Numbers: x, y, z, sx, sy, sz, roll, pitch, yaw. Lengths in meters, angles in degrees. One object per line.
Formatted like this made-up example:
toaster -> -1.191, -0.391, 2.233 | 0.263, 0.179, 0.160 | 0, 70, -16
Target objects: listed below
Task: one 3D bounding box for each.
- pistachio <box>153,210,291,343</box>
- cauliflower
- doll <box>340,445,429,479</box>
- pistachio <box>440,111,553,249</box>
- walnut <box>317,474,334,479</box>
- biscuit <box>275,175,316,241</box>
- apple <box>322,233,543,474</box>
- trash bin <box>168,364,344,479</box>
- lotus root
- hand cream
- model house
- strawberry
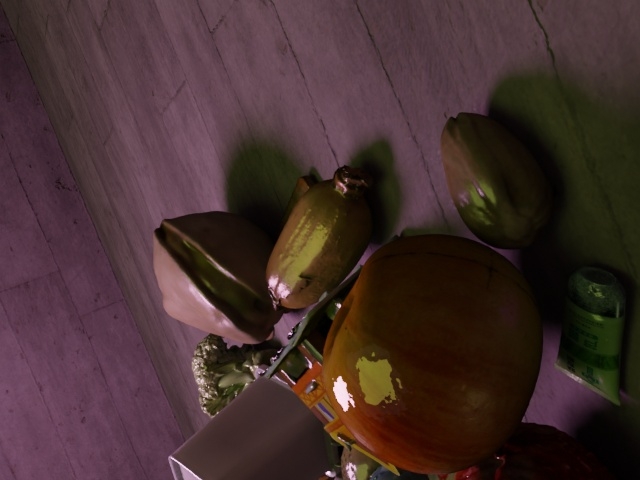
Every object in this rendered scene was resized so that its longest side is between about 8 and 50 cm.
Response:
pistachio -> -0.222, 0.085, 1.481 | 0.365, 0.281, 0.445 | 42, 173, -21
cauliflower -> -0.196, 0.368, 1.744 | 0.250, 0.275, 0.273 | -27, 67, 30
doll -> 0.130, 0.449, 1.225 | 0.261, 0.161, 0.177 | -123, 31, -70
pistachio -> 0.209, -0.076, 0.799 | 0.108, 0.126, 0.186 | -30, 81, 22
walnut -> -0.014, 0.584, 1.684 | 0.124, 0.105, 0.105 | -1, 110, 60
biscuit -> -0.018, 0.000, 1.326 | 0.172, 0.029, 0.255 | 57, 150, 17
apple -> 0.131, 0.130, 0.806 | 0.232, 0.286, 0.286 | 20, 145, -3
trash bin -> -0.126, 0.490, 1.507 | 0.295, 0.367, 0.256 | 19, 127, 40
lotus root -> 0.003, 0.002, 1.141 | 0.146, 0.130, 0.303 | 44, 118, 23
hand cream -> 0.324, 0.113, 0.791 | 0.095, 0.045, 0.175 | 30, 137, 45
model house -> 0.110, 0.213, 1.126 | 0.313, 0.242, 0.358 | 43, 146, 8
strawberry -> 0.290, 0.365, 0.827 | 0.292, 0.309, 0.292 | -11, -90, -86
